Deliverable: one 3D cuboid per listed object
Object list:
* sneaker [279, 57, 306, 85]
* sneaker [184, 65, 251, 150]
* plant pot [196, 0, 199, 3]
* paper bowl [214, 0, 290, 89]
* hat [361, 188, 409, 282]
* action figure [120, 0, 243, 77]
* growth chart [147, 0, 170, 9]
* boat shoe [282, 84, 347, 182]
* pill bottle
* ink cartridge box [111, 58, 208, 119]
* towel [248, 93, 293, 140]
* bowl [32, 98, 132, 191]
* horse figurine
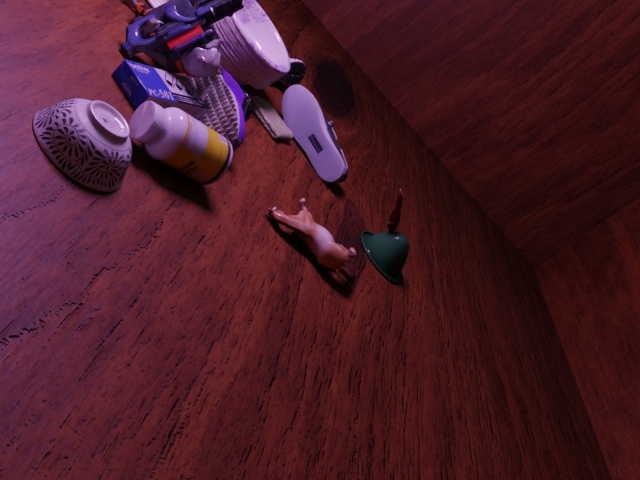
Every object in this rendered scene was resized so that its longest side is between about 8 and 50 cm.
[{"bbox_3d":[-0.159,-0.543,2.154,0.108,0.100,0.271,34,14,29],"label":"sneaker"},{"bbox_3d":[-0.205,-0.302,1.616,0.146,0.102,0.293,28,31,-48],"label":"sneaker"},{"bbox_3d":[-0.336,-0.840,1.926,0.366,0.366,0.353,15,49,-58],"label":"plant pot"},{"bbox_3d":[-0.218,-0.529,1.877,0.284,0.148,0.284,48,23,-28],"label":"paper bowl"},{"bbox_3d":[0.228,-0.005,1.912,0.173,0.183,0.208,59,22,18],"label":"hat"},{"bbox_3d":[-0.271,-0.492,1.567,0.178,0.341,0.330,69,-1,-59],"label":"action figure"},{"bbox_3d":[-0.381,-0.603,1.863,0.172,0.021,0.237,54,21,5],"label":"growth chart"},{"bbox_3d":[-0.007,-0.303,2.024,0.306,0.113,0.105,58,15,9],"label":"boat shoe"},{"bbox_3d":[-0.258,-0.182,1.304,0.184,0.103,0.103,29,30,-46],"label":"pill bottle"},{"bbox_3d":[-0.324,-0.304,1.449,0.097,0.046,0.207,55,21,12],"label":"ink cartridge box"},{"bbox_3d":[-0.137,-0.333,1.917,0.148,0.027,0.110,55,22,10],"label":"towel"},{"bbox_3d":[-0.354,-0.166,1.111,0.170,0.080,0.170,43,23,-23],"label":"bowl"},{"bbox_3d":[0.000,0.000,1.598,0.263,0.066,0.174,48,15,-4],"label":"horse figurine"}]
